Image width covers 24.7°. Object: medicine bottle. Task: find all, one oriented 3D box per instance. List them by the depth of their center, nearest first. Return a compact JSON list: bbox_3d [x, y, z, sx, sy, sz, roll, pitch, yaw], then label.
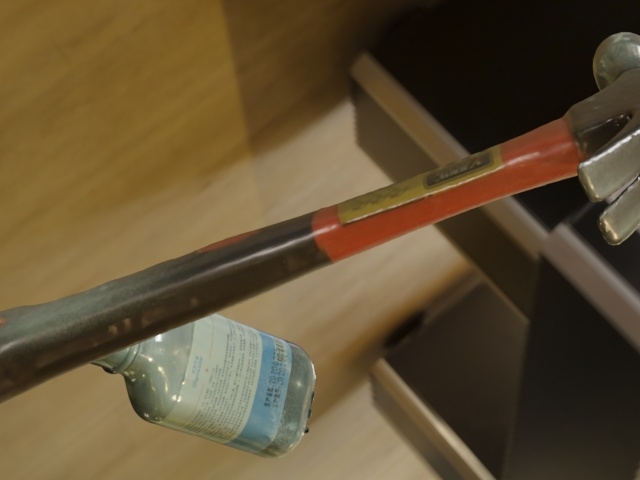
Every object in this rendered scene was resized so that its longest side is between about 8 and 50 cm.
[{"bbox_3d":[-0.093,0.092,1.047,0.208,0.054,0.090,24,70,-39],"label":"medicine bottle"}]

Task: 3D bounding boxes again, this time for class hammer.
[{"bbox_3d":[0.000,-0.001,0.543,0.288,0.111,0.033,-20,114,10],"label":"hammer"}]
